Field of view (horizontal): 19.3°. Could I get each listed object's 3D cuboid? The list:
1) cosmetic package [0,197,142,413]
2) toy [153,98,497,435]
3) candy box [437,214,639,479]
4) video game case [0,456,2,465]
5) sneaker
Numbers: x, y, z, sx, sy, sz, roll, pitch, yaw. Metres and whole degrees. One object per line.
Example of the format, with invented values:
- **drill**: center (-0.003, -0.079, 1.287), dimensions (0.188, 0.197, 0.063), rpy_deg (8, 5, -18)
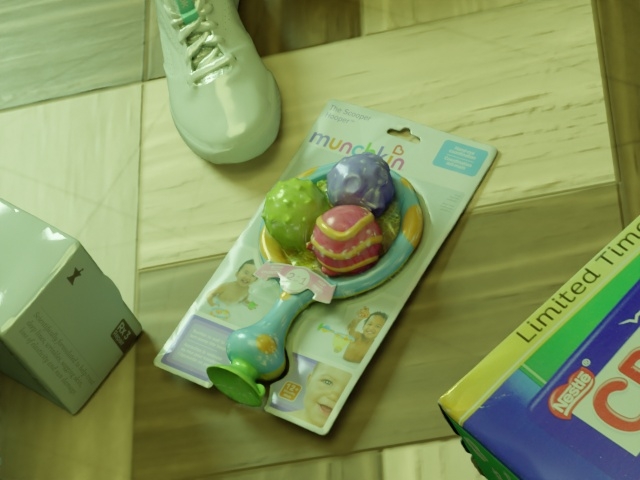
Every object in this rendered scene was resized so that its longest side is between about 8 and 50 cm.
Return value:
- **cosmetic package**: center (-0.243, 0.016, 1.270), dimensions (0.231, 0.117, 0.085), rpy_deg (27, 71, 33)
- **toy**: center (0.000, 0.000, 1.232), dimensions (0.137, 0.056, 0.237), rpy_deg (20, 66, 27)
- **candy box**: center (0.272, 0.113, 1.021), dimensions (0.268, 0.122, 0.317), rpy_deg (-43, 53, -10)
- **video game case**: center (-0.300, 0.083, 1.214), dimensions (0.183, 0.023, 0.201), rpy_deg (-28, 75, 31)
- **sneaker**: center (-0.088, -0.150, 1.338), dimensions (0.080, 0.094, 0.212), rpy_deg (-21, 54, 4)
